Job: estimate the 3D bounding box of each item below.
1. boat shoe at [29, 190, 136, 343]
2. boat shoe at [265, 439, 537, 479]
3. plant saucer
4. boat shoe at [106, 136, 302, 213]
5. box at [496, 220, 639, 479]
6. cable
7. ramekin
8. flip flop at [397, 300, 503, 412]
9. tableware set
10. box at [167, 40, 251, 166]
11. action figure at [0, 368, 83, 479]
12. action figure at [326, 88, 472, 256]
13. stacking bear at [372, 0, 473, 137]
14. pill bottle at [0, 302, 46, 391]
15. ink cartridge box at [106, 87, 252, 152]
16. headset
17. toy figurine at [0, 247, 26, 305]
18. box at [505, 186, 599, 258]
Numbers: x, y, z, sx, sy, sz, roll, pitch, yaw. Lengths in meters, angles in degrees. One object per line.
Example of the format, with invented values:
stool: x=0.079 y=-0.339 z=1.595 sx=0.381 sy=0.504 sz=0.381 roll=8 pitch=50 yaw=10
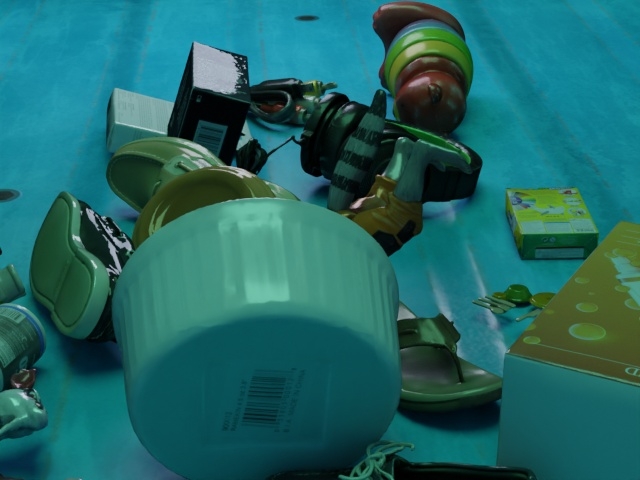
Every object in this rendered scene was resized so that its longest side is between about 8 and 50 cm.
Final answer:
boat shoe: x=-0.267 y=0.037 z=1.580 sx=0.113 sy=0.127 sz=0.340 roll=22 pitch=6 yaw=-26
boat shoe: x=0.068 y=0.228 z=1.174 sx=0.254 sy=0.079 sz=0.095 roll=6 pitch=25 yaw=14
plant saucer: x=-0.148 y=-0.015 z=1.645 sx=0.200 sy=0.037 sz=0.200 roll=-9 pitch=56 yaw=13
boat shoe: x=-0.176 y=-0.054 z=1.760 sx=0.341 sy=0.122 sz=0.110 roll=18 pitch=29 yaw=34
box: x=0.334 y=0.132 z=1.276 sx=0.215 sy=0.168 sz=0.345 roll=12 pitch=27 yaw=26
cable: x=-0.117 y=-0.233 z=2.278 sx=0.287 sy=0.072 sz=0.139 roll=-2 pitch=38 yaw=28
ramekin: x=-0.054 y=0.108 z=1.217 sx=0.277 sy=0.277 sz=0.135 roll=-3 pitch=41 yaw=-6
flip flop: x=0.104 y=0.109 z=1.438 sx=0.112 sy=0.080 sz=0.277 roll=-10 pitch=26 yaw=-20
tableware set: x=0.264 y=0.090 z=1.553 sx=0.154 sy=0.024 sz=0.104 roll=20 pitch=28 yaw=41
box: x=-0.169 y=-0.189 z=1.971 sx=0.093 sy=0.156 sz=0.158 roll=12 pitch=32 yaw=-14
action figure: x=-0.382 y=0.212 z=1.177 sx=0.275 sy=0.248 sz=0.370 roll=-36 pitch=-10 yaw=31
action figure: x=0.000 y=0.000 z=1.481 sx=0.330 sy=0.178 sz=0.341 roll=-44 pitch=19 yaw=0
stacking bear: x=0.180 y=-0.271 z=2.216 sx=0.164 sy=0.175 sz=0.289 roll=-7 pitch=33 yaw=4
pill bottle: x=-0.360 y=0.129 z=1.406 sx=0.078 sy=0.078 sz=0.137 roll=7 pitch=26 yaw=17
ink cartridge box: x=-0.232 y=-0.174 z=2.145 sx=0.232 sy=0.066 sz=0.189 roll=16 pitch=20 yaw=-15
headset: x=0.048 y=-0.100 z=1.896 sx=0.394 sy=0.185 sz=0.243 roll=1 pitch=23 yaw=-36
toy figurine: x=-0.460 y=0.000 z=1.545 sx=0.148 sy=0.210 sz=0.213 roll=-26 pitch=38 yaw=-15
box: x=0.311 y=-0.029 z=1.794 sx=0.105 sy=0.043 sz=0.179 roll=-1 pitch=26 yaw=1
